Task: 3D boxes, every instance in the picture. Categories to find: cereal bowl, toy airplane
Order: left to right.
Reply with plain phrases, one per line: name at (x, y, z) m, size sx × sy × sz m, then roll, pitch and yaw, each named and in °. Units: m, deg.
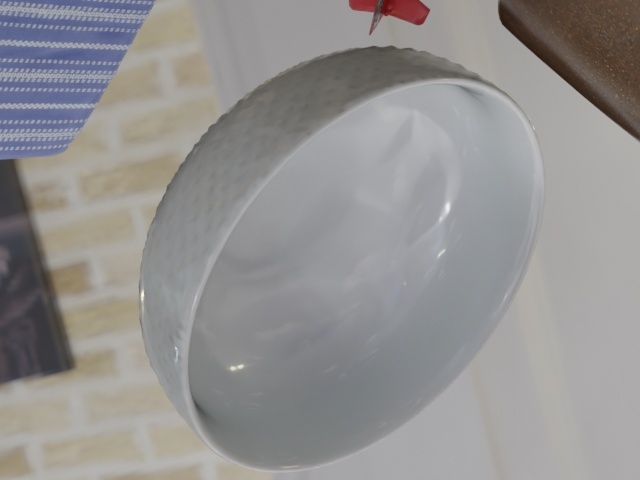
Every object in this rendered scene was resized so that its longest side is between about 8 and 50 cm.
cereal bowl at (0.000, 0.000, 1.246) m, size 0.339 × 0.339 × 0.141 m, roll -19°, pitch -138°, yaw -33°
toy airplane at (0.063, -0.229, 1.266) m, size 0.151 × 0.151 × 0.028 m, roll -11°, pitch 176°, yaw 22°

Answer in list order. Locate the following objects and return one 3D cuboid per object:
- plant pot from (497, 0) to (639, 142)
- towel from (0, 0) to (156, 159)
plant pot at (0.227, -0.075, 0.662) m, size 0.215 × 0.230 × 0.215 m, roll -36°, pitch 165°, yaw -11°
towel at (-0.247, -0.202, 1.433) m, size 0.243 × 0.040 × 0.336 m, roll -5°, pitch 138°, yaw -48°
